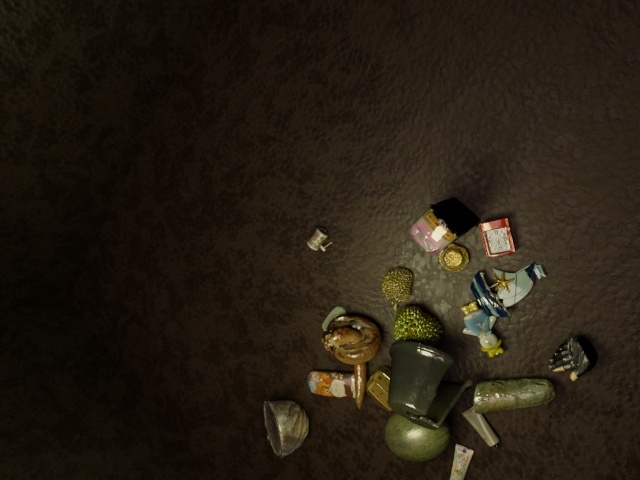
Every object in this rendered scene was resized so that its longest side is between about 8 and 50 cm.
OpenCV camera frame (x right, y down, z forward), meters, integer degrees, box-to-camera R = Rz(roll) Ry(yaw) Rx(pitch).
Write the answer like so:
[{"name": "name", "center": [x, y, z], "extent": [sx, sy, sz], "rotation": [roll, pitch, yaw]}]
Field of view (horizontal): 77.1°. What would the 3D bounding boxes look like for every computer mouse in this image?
[{"name": "computer mouse", "center": [0.065, 0.423, 2.086], "extent": [0.089, 0.056, 0.182], "rotation": [43, 114, 21]}]

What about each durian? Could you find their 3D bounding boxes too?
[{"name": "durian", "center": [0.435, 0.416, 1.831], "extent": [0.237, 0.176, 0.200], "rotation": [45, 134, 4]}, {"name": "durian", "center": [0.352, 0.234, 1.888], "extent": [0.146, 0.102, 0.209], "rotation": [9, 105, 21]}]

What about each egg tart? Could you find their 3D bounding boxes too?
[{"name": "egg tart", "center": [0.585, 0.075, 1.770], "extent": [0.130, 0.052, 0.131], "rotation": [5, 100, 30]}]

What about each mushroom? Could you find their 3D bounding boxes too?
[{"name": "mushroom", "center": [0.140, 0.479, 1.944], "extent": [0.195, 0.282, 0.264], "rotation": [115, 155, -43]}]

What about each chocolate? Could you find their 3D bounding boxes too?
[{"name": "chocolate", "center": [-0.173, 1.001, 2.199], "extent": [0.303, 0.212, 0.304], "rotation": [175, 90, -65]}]

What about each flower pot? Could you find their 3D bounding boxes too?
[{"name": "flower pot", "center": [0.427, 0.632, 1.719], "extent": [0.378, 0.251, 0.380], "rotation": [23, 150, 14]}]

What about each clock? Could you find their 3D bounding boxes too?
[{"name": "clock", "center": [0.738, -0.011, 1.675], "extent": [0.113, 0.061, 0.155], "rotation": [-13, 94, 28]}]

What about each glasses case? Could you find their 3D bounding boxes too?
[{"name": "glasses case", "center": [0.080, 0.749, 2.103], "extent": [0.320, 0.082, 0.123], "rotation": [-5, 88, 26]}]

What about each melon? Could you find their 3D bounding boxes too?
[{"name": "melon", "center": [0.447, 0.880, 1.841], "extent": [0.301, 0.237, 0.238], "rotation": [-21, 87, 24]}]

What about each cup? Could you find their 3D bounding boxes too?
[{"name": "cup", "center": [-0.004, 0.000, 2.055], "extent": [0.102, 0.074, 0.099], "rotation": [45, 114, 16]}]

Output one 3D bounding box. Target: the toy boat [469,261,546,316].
[{"name": "toy boat", "center": [0.790, 0.187, 1.677], "extent": [0.290, 0.067, 0.221], "rotation": [-32, 67, 14]}]

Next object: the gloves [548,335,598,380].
[{"name": "gloves", "center": [0.993, 0.470, 1.594], "extent": [0.129, 0.106, 0.181], "rotation": [47, 143, 16]}]

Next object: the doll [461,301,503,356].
[{"name": "doll", "center": [0.696, 0.385, 1.726], "extent": [0.135, 0.099, 0.241], "rotation": [-27, 83, -12]}]

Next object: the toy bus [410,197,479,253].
[{"name": "toy bus", "center": [0.497, -0.054, 1.614], "extent": [0.171, 0.386, 0.162], "rotation": [46, 119, 16]}]

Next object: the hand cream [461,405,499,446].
[{"name": "hand cream", "center": [0.726, 0.836, 1.798], "extent": [0.087, 0.054, 0.186], "rotation": [-47, 68, 29]}]

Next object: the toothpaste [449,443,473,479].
[{"name": "toothpaste", "center": [0.637, 1.106, 1.877], "extent": [0.056, 0.058, 0.315], "rotation": [-148, 67, -68]}]

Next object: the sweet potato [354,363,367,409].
[{"name": "sweet potato", "center": [0.202, 0.672, 1.997], "extent": [0.072, 0.066, 0.315], "rotation": [-2, 77, -1]}]

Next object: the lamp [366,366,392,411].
[{"name": "lamp", "center": [0.320, 0.716, 1.936], "extent": [0.185, 0.161, 0.161], "rotation": [43, 113, 19]}]

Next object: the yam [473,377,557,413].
[{"name": "yam", "center": [0.806, 0.642, 1.685], "extent": [0.329, 0.133, 0.134], "rotation": [-18, 88, 25]}]
